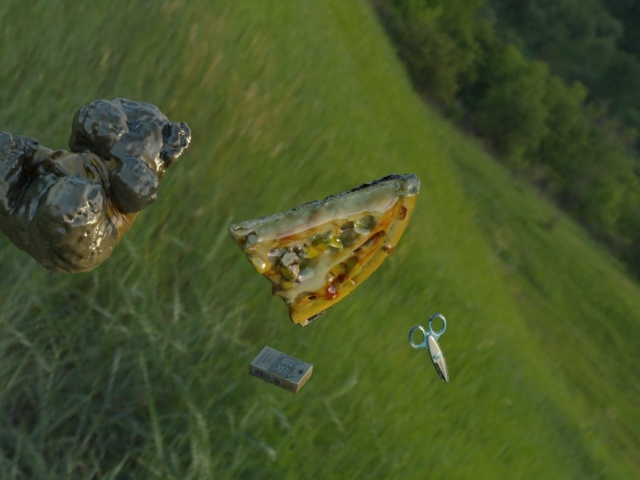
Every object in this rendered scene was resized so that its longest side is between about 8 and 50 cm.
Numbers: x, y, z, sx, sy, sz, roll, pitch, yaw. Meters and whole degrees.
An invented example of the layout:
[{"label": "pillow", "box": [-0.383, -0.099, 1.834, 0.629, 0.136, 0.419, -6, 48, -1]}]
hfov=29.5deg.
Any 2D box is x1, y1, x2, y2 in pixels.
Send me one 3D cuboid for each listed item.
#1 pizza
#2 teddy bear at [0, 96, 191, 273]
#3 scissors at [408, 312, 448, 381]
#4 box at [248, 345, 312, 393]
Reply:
[{"label": "pizza", "box": [0.000, 0.000, 1.043, 0.176, 0.185, 0.036, 20, 33, -51]}, {"label": "teddy bear", "box": [-0.209, -0.058, 1.114, 0.177, 0.140, 0.190, 19, 55, 33]}, {"label": "scissors", "box": [0.152, 0.148, 1.624, 0.014, 0.058, 0.119, 45, -19, 49]}, {"label": "box", "box": [-0.061, 0.197, 1.851, 0.083, 0.024, 0.053, 19, 36, 18]}]
